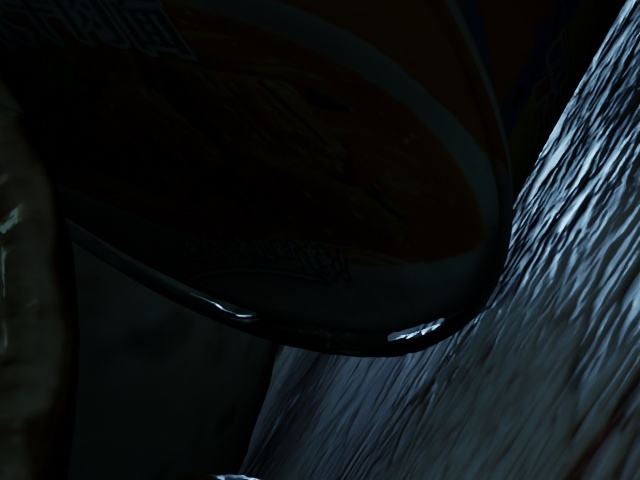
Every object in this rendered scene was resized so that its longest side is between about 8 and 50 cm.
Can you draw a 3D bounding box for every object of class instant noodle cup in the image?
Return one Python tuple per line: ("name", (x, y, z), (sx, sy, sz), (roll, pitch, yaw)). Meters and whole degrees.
("instant noodle cup", (-0.013, -0.139, 0.544), (0.214, 0.296, 0.296), (-52, 1, -25))

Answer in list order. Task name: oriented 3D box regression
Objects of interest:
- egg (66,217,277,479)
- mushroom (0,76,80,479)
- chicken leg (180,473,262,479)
("egg", (-0.212, 0.058, 0.816), (0.428, 0.345, 0.345), (-30, 13, 14))
("mushroom", (-0.211, 0.062, 0.514), (0.301, 0.208, 0.233), (-29, 32, -26))
("chicken leg", (-0.081, 0.154, 0.546), (0.251, 0.087, 0.107), (-47, 31, 34))
